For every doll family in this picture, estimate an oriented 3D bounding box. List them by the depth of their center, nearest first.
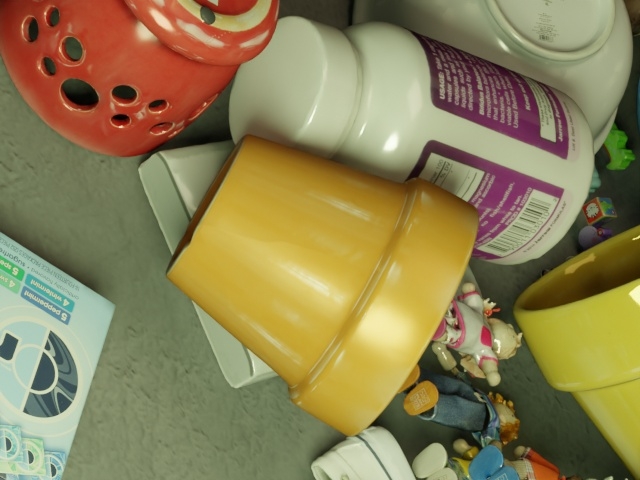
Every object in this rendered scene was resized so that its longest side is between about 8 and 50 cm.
[{"bbox_3d":[0.133,0.165,1.634,0.163,0.118,0.263,24,37,-48],"label":"doll family"}]

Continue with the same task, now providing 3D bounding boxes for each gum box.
[{"bbox_3d":[-0.241,0.085,1.370,0.157,0.041,0.184,34,45,-24],"label":"gum box"}]

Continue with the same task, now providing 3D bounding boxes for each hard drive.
[{"bbox_3d":[0.000,0.000,1.656,0.307,0.040,0.203,-13,75,-48],"label":"hard drive"}]

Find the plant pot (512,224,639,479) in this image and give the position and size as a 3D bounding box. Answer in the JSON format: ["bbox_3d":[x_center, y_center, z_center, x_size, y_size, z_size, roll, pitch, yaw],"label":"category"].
[{"bbox_3d":[0.334,0.114,1.714,0.254,0.254,0.239,-31,98,-49],"label":"plant pot"}]

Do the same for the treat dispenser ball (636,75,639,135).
[{"bbox_3d":[0.480,-0.145,2.019,0.288,0.288,0.288,23,52,-33],"label":"treat dispenser ball"}]

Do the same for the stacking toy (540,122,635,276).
[{"bbox_3d":[0.271,-0.029,1.931,0.167,0.052,0.221,4,61,-44],"label":"stacking toy"}]

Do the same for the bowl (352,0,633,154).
[{"bbox_3d":[0.190,-0.210,1.835,0.298,0.134,0.298,9,64,-20],"label":"bowl"}]

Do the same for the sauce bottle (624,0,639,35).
[{"bbox_3d":[0.343,-0.279,2.103,0.344,0.111,0.111,-20,80,-46],"label":"sauce bottle"}]

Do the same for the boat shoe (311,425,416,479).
[{"bbox_3d":[0.064,0.264,1.541,0.076,0.083,0.226,-23,74,-26],"label":"boat shoe"}]

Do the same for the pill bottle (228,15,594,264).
[{"bbox_3d":[0.076,-0.089,1.625,0.301,0.169,0.169,17,55,-37],"label":"pill bottle"}]

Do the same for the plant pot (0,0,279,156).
[{"bbox_3d":[-0.138,-0.185,1.539,0.191,0.174,0.191,24,51,-35],"label":"plant pot"}]

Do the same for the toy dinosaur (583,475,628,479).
[{"bbox_3d":[0.322,0.325,1.675,0.313,0.160,0.121,31,48,-26],"label":"toy dinosaur"}]

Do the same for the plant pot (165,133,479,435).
[{"bbox_3d":[-0.009,0.018,1.474,0.188,0.205,0.205,29,46,-7],"label":"plant pot"}]
